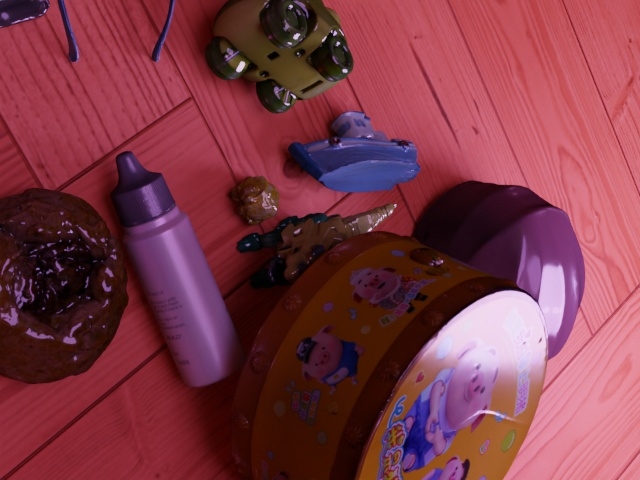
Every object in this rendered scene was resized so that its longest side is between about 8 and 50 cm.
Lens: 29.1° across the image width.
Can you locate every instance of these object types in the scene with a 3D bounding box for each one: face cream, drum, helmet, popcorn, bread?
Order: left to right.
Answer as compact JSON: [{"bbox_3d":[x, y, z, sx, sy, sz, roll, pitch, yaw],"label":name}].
[{"bbox_3d":[-0.323,0.054,1.429,0.230,0.123,0.230,-2,93,-37],"label":"bread"},{"bbox_3d":[-0.189,0.032,1.555,0.092,0.092,0.311,-34,111,-34],"label":"face cream"},{"bbox_3d":[-0.084,-0.051,1.663,0.059,0.068,0.083,-43,156,-6],"label":"popcorn"},{"bbox_3d":[0.096,0.213,1.615,0.431,0.214,0.431,-31,135,-37],"label":"drum"},{"bbox_3d":[0.292,0.073,1.879,0.271,0.197,0.339,-6,93,-41],"label":"helmet"}]

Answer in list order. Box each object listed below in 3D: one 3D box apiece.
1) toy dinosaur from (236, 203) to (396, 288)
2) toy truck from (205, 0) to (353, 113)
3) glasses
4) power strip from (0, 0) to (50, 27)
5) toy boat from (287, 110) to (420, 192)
[{"bbox_3d":[0.000,0.000,1.682,0.259,0.153,0.094,-32,111,-44],"label":"toy dinosaur"},{"bbox_3d":[-0.043,-0.284,1.653,0.187,0.148,0.211,46,37,-26],"label":"toy truck"},{"bbox_3d":[-0.268,-0.336,1.530,0.189,0.088,0.221,-9,115,-39],"label":"glasses"},{"bbox_3d":[-0.427,-0.350,1.366,0.257,0.092,0.251,-28,103,-40],"label":"power strip"},{"bbox_3d":[0.045,-0.128,1.763,0.215,0.088,0.102,-4,58,-38],"label":"toy boat"}]
